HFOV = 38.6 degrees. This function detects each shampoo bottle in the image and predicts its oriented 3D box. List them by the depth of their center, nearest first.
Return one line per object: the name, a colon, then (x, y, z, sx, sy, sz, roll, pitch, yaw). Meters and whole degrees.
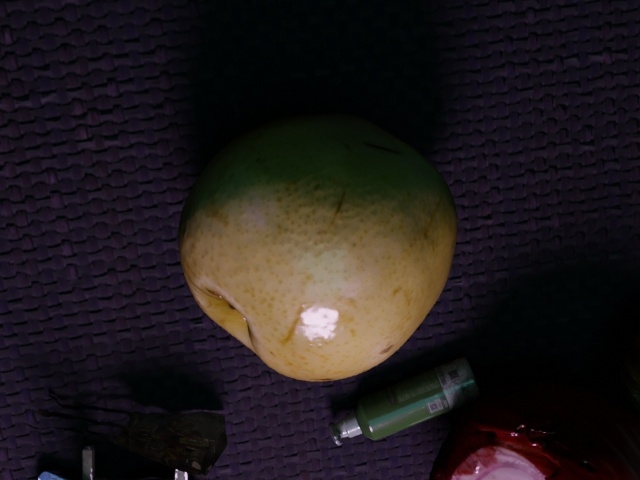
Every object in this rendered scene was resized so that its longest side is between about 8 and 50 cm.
shampoo bottle: (0.108, 0.220, 1.214, 0.205, 0.065, 0.065, -22, 107, 0)

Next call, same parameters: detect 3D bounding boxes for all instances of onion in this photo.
onion: (0.308, 0.340, 1.149, 0.341, 0.341, 0.341, -2, 106, -6)

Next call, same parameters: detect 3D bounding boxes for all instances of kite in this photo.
kite: (-0.239, 0.239, 1.158, 0.245, 0.141, 0.015, 11, 108, 0)

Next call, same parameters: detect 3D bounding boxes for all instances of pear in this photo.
pear: (0.000, 0.000, 1.025, 0.309, 0.309, 0.309, -2, 106, -6)

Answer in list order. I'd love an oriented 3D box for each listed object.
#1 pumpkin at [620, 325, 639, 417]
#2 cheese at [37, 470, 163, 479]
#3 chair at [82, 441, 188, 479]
pumpkin: (0.488, 0.161, 1.201, 0.219, 0.162, 0.219, -14, 129, -18)
cheese: (-0.259, 0.374, 1.227, 0.245, 0.052, 0.135, 9, 102, -8)
chair: (-0.236, 0.401, 1.138, 0.147, 0.136, 0.270, 1, 105, -5)
